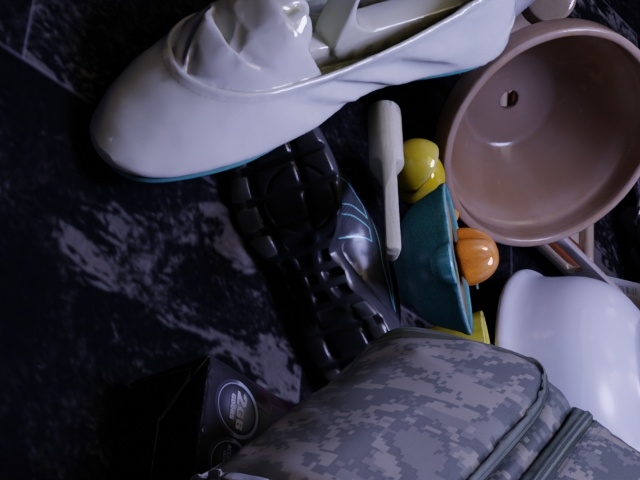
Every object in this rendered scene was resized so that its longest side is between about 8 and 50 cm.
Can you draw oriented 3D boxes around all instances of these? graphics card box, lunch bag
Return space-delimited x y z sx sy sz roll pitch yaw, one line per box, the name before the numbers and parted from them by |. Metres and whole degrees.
graphics card box | -0.005 0.268 1.124 0.371 0.094 0.233 37 47 -37
lunch bag | 0.064 0.202 0.990 0.256 0.213 0.305 36 33 13

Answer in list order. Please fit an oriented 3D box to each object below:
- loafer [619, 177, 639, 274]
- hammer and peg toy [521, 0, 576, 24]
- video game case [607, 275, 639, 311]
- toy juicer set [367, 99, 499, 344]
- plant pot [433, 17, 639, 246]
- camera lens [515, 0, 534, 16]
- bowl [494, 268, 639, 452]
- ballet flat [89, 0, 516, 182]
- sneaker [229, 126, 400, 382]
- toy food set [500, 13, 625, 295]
loafer | 0.413 -0.042 1.878 0.109 0.095 0.303 70 23 -62
hammer and peg toy | 0.258 -0.432 1.697 0.127 0.266 0.361 156 -87 -85
video game case | 0.383 0.116 1.723 0.157 0.019 0.143 13 54 -14
toy juicer set | 0.107 -0.016 1.321 0.329 0.089 0.209 62 20 -61
plant pot | 0.211 -0.121 1.497 0.237 0.237 0.110 41 8 -35
camera lens | 0.114 -0.294 1.460 0.219 0.219 0.274 61 35 -12
bowl | 0.293 0.159 1.507 0.298 0.134 0.298 41 41 -49
ballet flat | -0.004 -0.168 1.192 0.400 0.139 0.139 -21 91 -29
sneaker | 0.000 0.000 1.286 0.106 0.101 0.267 -45 117 -67
toy food set | 0.283 -0.105 1.706 0.219 0.092 0.306 38 46 -37
